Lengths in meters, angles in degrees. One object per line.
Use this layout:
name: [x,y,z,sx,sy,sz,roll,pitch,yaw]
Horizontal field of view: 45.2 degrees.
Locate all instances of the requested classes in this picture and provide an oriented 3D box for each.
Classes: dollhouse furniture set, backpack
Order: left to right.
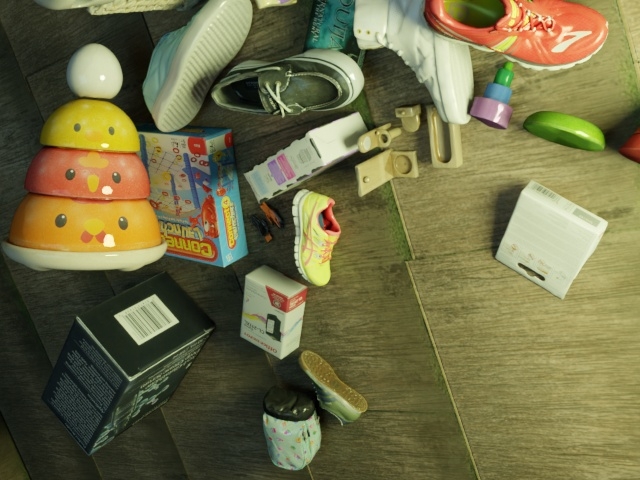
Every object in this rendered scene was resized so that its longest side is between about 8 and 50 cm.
backpack: [-0.068,0.451,1.834,0.152,0.115,0.182,9,119,32]
dollhouse furniture set: [0.153,-0.161,1.360,0.151,0.123,0.144,6,114,36]

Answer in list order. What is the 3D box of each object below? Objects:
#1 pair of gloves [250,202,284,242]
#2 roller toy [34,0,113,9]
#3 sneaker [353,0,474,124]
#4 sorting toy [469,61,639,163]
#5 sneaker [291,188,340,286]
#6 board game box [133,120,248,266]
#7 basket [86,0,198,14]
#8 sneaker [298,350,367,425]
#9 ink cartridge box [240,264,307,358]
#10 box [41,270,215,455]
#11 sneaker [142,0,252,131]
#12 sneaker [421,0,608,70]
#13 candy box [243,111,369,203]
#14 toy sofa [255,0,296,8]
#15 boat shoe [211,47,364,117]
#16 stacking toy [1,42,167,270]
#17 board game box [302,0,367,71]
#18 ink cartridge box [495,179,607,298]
pair of gloves: [-0.118,-0.041,1.707,0.074,0.010,0.083,51,135,5]
roller toy: [-0.423,-0.489,1.280,0.191,0.146,0.209,16,118,31]
sneaker: [0.150,-0.323,1.288,0.169,0.108,0.292,-11,94,31]
sorting toy: [0.412,-0.206,1.174,0.366,0.127,0.126,21,93,32]
sneaker: [0.000,0.000,1.587,0.094,0.081,0.208,5,113,34]
board game box: [-0.327,-0.113,1.785,0.308,0.086,0.301,9,116,35]
basket: [-0.299,-0.622,1.401,0.331,0.266,0.328,-19,97,40]
sneaker: [0.011,0.344,1.752,0.192,0.064,0.086,41,125,11]
ink cartridge box: [-0.109,0.164,1.755,0.127,0.072,0.175,25,124,26]
box: [-0.501,0.317,1.987,0.212,0.293,0.395,46,132,12]
sneaker: [-0.279,-0.395,1.585,0.366,0.135,0.150,-47,69,34]
sneaker: [0.286,-0.319,1.136,0.279,0.118,0.107,10,96,7]
candy box: [-0.023,-0.158,1.472,0.196,0.165,0.070,-26,93,42]
toy sofa: [0.033,-0.501,1.208,0.363,0.177,0.150,-16,100,27]
boat shoe: [-0.070,-0.281,1.467,0.335,0.119,0.121,4,131,42]
stacking toy: [-0.509,-0.184,1.673,0.351,0.351,0.479,8,100,35]
board game box: [0.039,-0.402,1.400,0.126,0.026,0.186,30,127,24]
ink cartridge box: [0.392,0.001,1.321,0.145,0.045,0.179,33,146,21]
